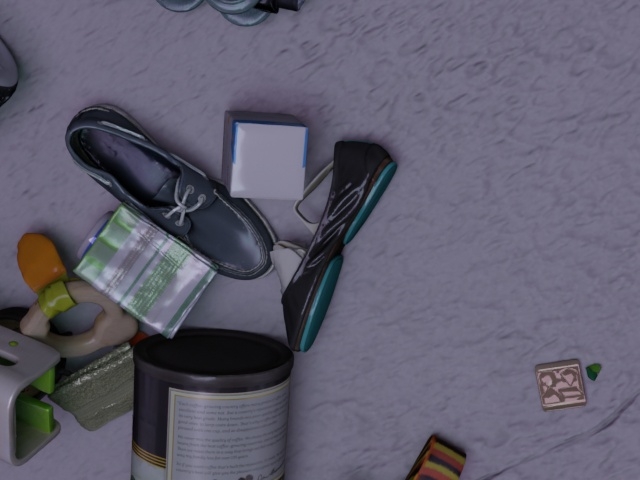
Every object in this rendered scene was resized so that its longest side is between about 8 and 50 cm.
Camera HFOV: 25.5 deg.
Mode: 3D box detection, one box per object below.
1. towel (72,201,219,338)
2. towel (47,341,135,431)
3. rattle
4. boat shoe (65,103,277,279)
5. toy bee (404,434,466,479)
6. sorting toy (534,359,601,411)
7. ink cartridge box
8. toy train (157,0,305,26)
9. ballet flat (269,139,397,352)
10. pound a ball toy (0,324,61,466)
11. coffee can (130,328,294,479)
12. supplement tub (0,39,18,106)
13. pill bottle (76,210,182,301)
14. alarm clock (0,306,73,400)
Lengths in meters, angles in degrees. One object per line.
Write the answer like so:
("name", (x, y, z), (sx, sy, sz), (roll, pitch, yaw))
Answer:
("towel", (-0.218, 0.038, 1.774), (0.152, 0.023, 0.113), (35, 83, -8))
("towel", (-0.274, 0.194, 1.863), (0.148, 0.027, 0.110), (-28, 135, 11))
("rattle", (-0.305, 0.088, 1.861), (0.200, 0.143, 0.130), (18, 105, -41))
("boat shoe", (-0.193, -0.052, 1.791), (0.319, 0.099, 0.116), (39, 103, -1))
("toy bee", (0.102, 0.406, 1.810), (0.195, 0.162, 0.298), (8, 103, 5))
("sorting toy", (0.320, 0.183, 1.806), (0.083, 0.012, 0.062), (-10, 95, 14))
("ink cartridge box", (-0.072, -0.108, 1.747), (0.090, 0.143, 0.092), (2, 102, -10))
("toy train", (-0.166, -0.376, 1.709), (0.334, 0.142, 0.190), (14, 91, 8))
("ballet flat", (0.000, 0.000, 1.784), (0.096, 0.095, 0.280), (27, 94, 13))
("pound a ball toy", (-0.487, 0.134, 1.770), (0.319, 0.136, 0.208), (20, 123, 22))
("coffee can", (-0.142, 0.271, 1.797), (0.201, 0.201, 0.275), (5, 102, 8))
("supplement tub", (-0.550, -0.160, 1.775), (0.316, 0.193, 0.193), (-40, 93, 13))
("pill bottle", (-0.239, 0.030, 1.826), (0.137, 0.078, 0.078), (35, 104, 0))
("alarm clock", (-0.424, 0.160, 1.888), (0.192, 0.064, 0.129), (-19, 98, 9))
